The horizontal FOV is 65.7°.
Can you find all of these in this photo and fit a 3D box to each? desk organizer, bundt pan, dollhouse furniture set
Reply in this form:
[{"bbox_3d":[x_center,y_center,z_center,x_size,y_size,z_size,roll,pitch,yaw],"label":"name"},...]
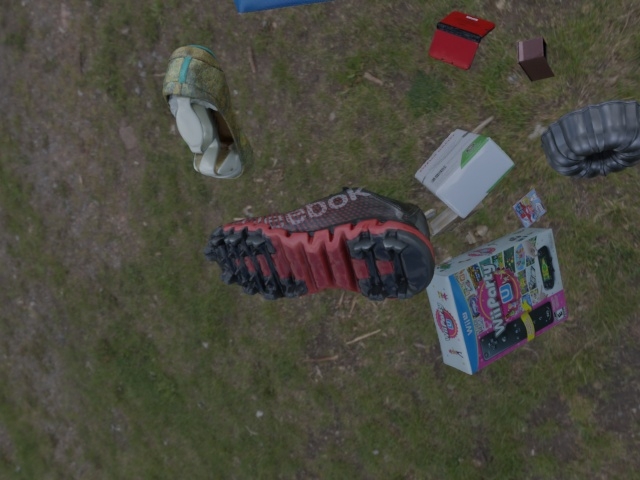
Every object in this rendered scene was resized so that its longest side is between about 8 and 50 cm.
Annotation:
[{"bbox_3d":[0.463,-0.386,1.061,0.050,0.130,0.047,-3,85,35],"label":"desk organizer"},{"bbox_3d":[0.878,-0.295,1.563,0.330,0.330,0.124,-12,68,29],"label":"bundt pan"},{"bbox_3d":[0.494,0.058,1.617,0.356,0.302,0.174,67,149,18],"label":"dollhouse furniture set"}]

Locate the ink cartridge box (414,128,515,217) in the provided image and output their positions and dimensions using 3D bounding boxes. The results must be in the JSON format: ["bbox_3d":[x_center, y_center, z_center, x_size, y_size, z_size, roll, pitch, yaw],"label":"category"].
[{"bbox_3d":[0.322,-0.162,1.143,0.092,0.219,0.160,39,103,-12],"label":"ink cartridge box"}]

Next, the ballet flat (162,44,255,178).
[{"bbox_3d":[-0.201,-0.188,0.906,0.123,0.123,0.349,29,158,18],"label":"ballet flat"}]

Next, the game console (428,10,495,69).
[{"bbox_3d":[0.401,-0.572,1.410,0.144,0.124,0.085,35,156,30],"label":"game console"}]

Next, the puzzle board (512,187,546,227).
[{"bbox_3d":[0.734,-0.109,1.733,0.096,0.011,0.128,-41,125,7],"label":"puzzle board"}]

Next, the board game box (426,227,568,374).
[{"bbox_3d":[0.391,0.123,1.092,0.097,0.303,0.224,8,117,66],"label":"board game box"}]

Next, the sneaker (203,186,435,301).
[{"bbox_3d":[0.000,0.000,0.576,0.275,0.135,0.098,-1,122,23],"label":"sneaker"}]

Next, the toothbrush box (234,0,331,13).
[{"bbox_3d":[-0.023,-0.391,0.456,0.216,0.126,0.296,8,140,32],"label":"toothbrush box"}]
